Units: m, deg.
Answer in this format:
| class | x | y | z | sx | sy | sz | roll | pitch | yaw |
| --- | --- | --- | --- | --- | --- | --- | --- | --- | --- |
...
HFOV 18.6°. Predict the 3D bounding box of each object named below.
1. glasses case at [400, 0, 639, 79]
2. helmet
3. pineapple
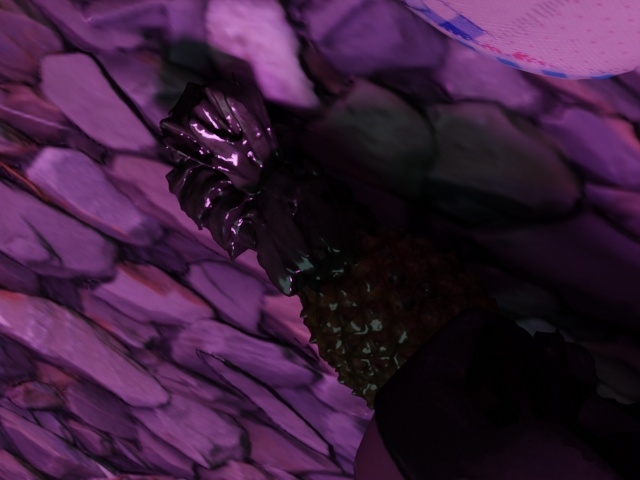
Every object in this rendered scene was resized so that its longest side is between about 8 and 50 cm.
| class | x | y | z | sx | sy | sz | roll | pitch | yaw |
| --- | --- | --- | --- | --- | --- | --- | --- | --- | --- |
| glasses case | 0.097 | -0.126 | 0.450 | 0.125 | 0.076 | 0.327 | 34 | 152 | -12 |
| helmet | 0.111 | 0.137 | 0.706 | 0.253 | 0.154 | 0.198 | 41 | -173 | -27 |
| pineapple | 0.000 | 0.000 | 0.772 | 0.159 | 0.074 | 0.074 | 44 | 150 | -12 |
